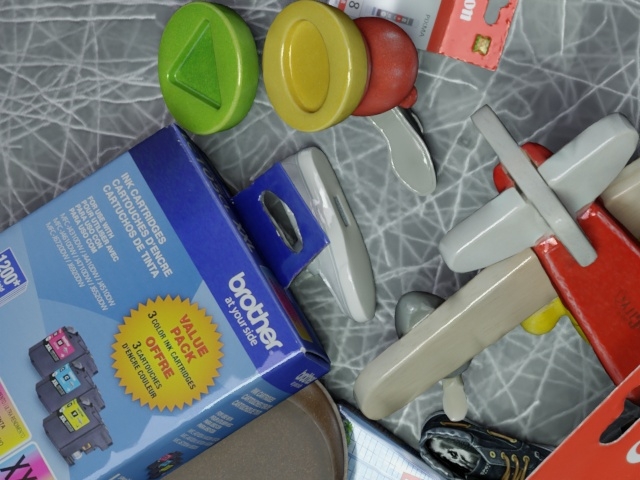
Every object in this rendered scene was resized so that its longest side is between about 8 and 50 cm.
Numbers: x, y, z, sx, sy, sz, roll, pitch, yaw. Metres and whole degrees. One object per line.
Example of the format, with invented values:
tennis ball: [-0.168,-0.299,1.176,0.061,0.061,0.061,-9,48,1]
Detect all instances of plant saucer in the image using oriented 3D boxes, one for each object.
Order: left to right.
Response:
plant saucer: [-0.108,0.254,1.668,0.310,0.050,0.311,-14,52,18]

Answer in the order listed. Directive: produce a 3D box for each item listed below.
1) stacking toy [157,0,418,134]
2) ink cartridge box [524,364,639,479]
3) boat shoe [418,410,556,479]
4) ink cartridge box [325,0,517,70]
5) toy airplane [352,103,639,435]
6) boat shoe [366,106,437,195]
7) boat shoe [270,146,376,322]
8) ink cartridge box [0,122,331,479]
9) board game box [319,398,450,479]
stacking toy: [-0.036,-0.245,1.633,0.279,0.130,0.309,-13,86,48]
ink cartridge box: [0.396,0.209,1.497,0.385,0.091,0.308,26,114,-40]
boat shoe: [0.182,0.229,1.670,0.183,0.083,0.065,21,100,7]
ink cartridge box: [0.105,-0.257,1.645,0.179,0.045,0.145,19,100,10]
toy airplane: [0.237,0.006,1.538,0.386,0.272,0.384,1,121,-16]
boat shoe: [0.082,-0.103,1.670,0.046,0.038,0.125,-34,89,31]
boat shoe: [0.000,0.000,1.686,0.063,0.066,0.184,-21,94,23]
ink cartridge box: [-0.175,0.076,1.637,0.395,0.151,0.270,-32,76,2]
board game box: [0.074,0.286,1.700,0.194,0.060,0.194,21,92,5]
